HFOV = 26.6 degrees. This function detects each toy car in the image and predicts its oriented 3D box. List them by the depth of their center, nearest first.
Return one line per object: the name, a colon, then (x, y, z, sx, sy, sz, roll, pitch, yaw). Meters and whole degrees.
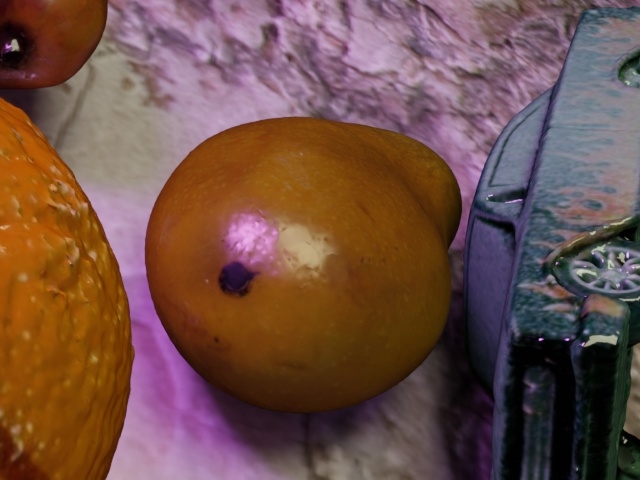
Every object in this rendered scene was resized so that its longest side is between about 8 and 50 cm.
toy car: (0.122, 0.010, 0.652, 0.097, 0.141, 0.321, 6, 33, 14)

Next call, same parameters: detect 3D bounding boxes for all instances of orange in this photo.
orange: (-0.137, 0.042, 0.366, 0.161, 0.193, 0.193, 37, 31, -23)

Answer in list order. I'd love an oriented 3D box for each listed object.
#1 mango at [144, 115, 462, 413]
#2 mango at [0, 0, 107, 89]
mango: (0.000, 0.000, 0.599, 0.136, 0.099, 0.227, 31, 26, 9)
mango: (-0.197, -0.164, 0.642, 0.267, 0.111, 0.133, 43, 53, 16)
